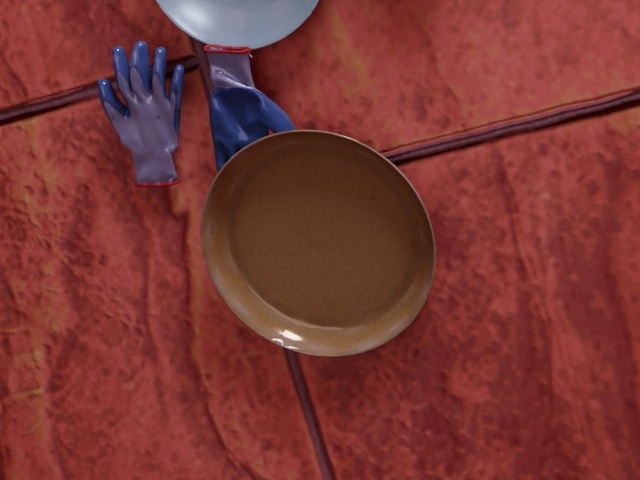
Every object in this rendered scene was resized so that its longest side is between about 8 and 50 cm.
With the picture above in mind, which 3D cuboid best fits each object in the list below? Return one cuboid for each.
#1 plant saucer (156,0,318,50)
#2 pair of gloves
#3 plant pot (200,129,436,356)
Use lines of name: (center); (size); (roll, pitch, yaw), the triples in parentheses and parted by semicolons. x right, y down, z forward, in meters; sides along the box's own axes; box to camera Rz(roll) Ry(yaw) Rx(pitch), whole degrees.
plant saucer: (-0.077, -0.280, 1.795); (0.195, 0.037, 0.195); (5, 105, 18)
pair of gloves: (-0.120, -0.121, 1.843); (0.198, 0.023, 0.159); (0, 118, 19)
plant pot: (0.000, 0.000, 1.827); (0.236, 0.032, 0.236); (6, 113, 15)
